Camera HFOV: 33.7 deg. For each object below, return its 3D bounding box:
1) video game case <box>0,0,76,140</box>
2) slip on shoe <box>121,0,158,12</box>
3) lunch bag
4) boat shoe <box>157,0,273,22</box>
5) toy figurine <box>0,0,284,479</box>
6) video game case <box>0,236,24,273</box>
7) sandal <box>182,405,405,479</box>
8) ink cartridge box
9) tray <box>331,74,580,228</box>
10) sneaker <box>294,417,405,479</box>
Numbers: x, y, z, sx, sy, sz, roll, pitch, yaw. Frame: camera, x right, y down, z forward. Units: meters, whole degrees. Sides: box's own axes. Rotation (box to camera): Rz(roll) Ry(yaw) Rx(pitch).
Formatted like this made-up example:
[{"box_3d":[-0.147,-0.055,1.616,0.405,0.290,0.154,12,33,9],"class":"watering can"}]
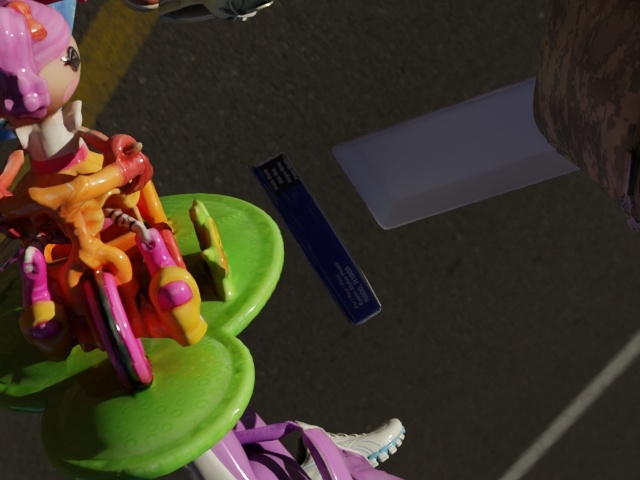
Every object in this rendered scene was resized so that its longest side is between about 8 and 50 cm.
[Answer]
[{"box_3d":[-0.400,-0.219,1.162,0.270,0.061,0.244,-17,135,-44],"class":"video game case"},{"box_3d":[-0.198,-0.493,1.695,0.331,0.123,0.101,-48,180,-29],"class":"slip on shoe"},{"box_3d":[0.297,-0.134,0.811,0.213,0.305,0.256,29,105,-13],"class":"lunch bag"},{"box_3d":[-0.110,-0.330,1.371,0.109,0.302,0.094,5,93,-40],"class":"boat shoe"},{"box_3d":[-0.090,-0.032,0.342,0.130,0.173,0.159,-21,121,-6],"class":"toy figurine"},{"box_3d":[-0.472,0.067,1.490,0.042,0.210,0.232,42,94,-19],"class":"video game case"},{"box_3d":[0.029,0.216,0.809,0.102,0.169,0.416,-41,107,1],"class":"sandal"},{"box_3d":[0.000,0.000,1.277,0.045,0.223,0.224,-33,177,2],"class":"ink cartridge box"},{"box_3d":[0.163,-0.105,1.216,0.270,0.030,0.145,-17,129,23],"class":"tray"},{"box_3d":[0.018,0.252,1.260,0.191,0.083,0.071,-29,173,-31],"class":"sneaker"}]
